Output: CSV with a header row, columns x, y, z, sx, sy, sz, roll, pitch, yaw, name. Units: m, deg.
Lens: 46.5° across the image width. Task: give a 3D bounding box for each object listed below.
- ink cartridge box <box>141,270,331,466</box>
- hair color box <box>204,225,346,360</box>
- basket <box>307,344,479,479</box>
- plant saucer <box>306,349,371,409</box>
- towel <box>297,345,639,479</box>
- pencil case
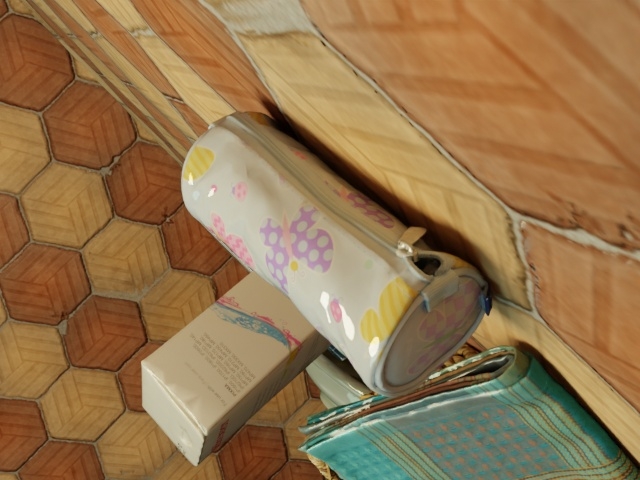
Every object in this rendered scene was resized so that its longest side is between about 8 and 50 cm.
x,y,z,sx,sy,sz,roll,pitch,yaw,name
-0.095,0.151,1.053,0.131,0.306,0.226,46,152,12,ink cartridge box
-0.056,0.053,1.314,0.347,0.105,0.174,45,174,3,hair color box
0.174,0.285,0.836,0.299,0.223,0.213,47,173,-16,basket
0.112,0.313,1.460,0.401,0.100,0.400,30,-177,-2,plant saucer
0.187,0.264,0.706,0.271,0.040,0.370,-31,110,38,towel
0.000,0.000,0.588,0.273,0.113,0.124,39,163,37,pencil case
